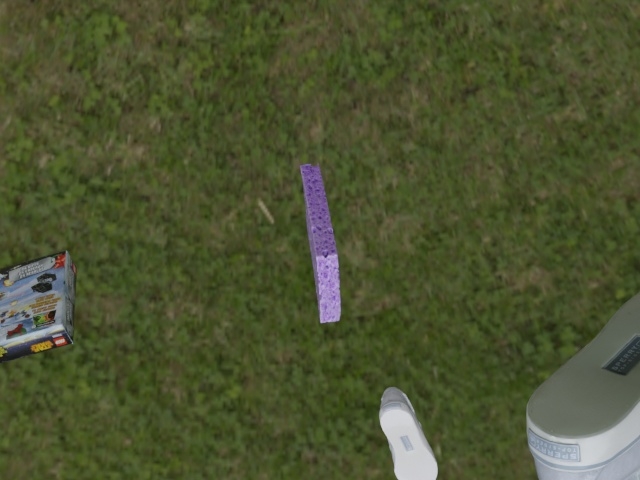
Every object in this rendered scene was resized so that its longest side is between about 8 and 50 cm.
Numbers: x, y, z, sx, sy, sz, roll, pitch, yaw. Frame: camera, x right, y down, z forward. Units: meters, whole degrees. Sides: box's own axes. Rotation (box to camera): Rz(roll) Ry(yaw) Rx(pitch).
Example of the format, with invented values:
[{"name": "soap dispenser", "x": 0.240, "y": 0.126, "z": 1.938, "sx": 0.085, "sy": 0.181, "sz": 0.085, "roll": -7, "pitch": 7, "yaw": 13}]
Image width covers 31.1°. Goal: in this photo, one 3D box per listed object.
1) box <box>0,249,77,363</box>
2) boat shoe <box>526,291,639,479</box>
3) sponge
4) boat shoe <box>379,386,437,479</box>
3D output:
[{"name": "box", "x": -0.275, "y": 0.064, "z": 0.972, "sx": 0.137, "sy": 0.094, "sz": 0.027, "roll": -15, "pitch": 132, "yaw": 5}, {"name": "boat shoe", "x": 0.206, "y": 0.092, "z": 0.705, "sx": 0.227, "sy": 0.079, "sz": 0.081, "roll": -28, "pitch": 123, "yaw": -35}, {"name": "sponge", "x": 0.000, "y": 0.000, "z": 1.585, "sx": 0.031, "sy": 0.210, "sz": 0.117, "roll": -7, "pitch": 129, "yaw": -3}, {"name": "boat shoe", "x": 0.126, "y": 0.291, "z": 1.696, "sx": 0.066, "sy": 0.063, "sz": 0.184, "roll": -18, "pitch": 125, "yaw": 15}]
